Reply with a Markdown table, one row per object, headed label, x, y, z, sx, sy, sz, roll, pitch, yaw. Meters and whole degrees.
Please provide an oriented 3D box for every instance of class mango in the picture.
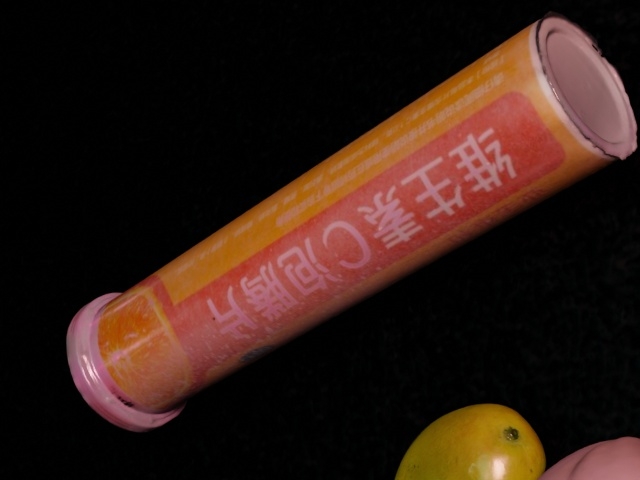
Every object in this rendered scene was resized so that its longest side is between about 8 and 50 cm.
| label | x | y | z | sx | sy | sz | roll | pitch | yaw |
| --- | --- | --- | --- | --- | --- | --- | --- | --- | --- |
| mango | 0.082 | 0.134 | 0.725 | 0.108 | 0.056 | 0.073 | -36 | 48 | 38 |

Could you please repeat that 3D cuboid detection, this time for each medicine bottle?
| label | x | y | z | sx | sy | sz | roll | pitch | yaw |
| --- | --- | --- | --- | --- | --- | --- | --- | --- | --- |
| medicine bottle | 0.000 | 0.000 | 0.822 | 0.426 | 0.108 | 0.108 | -32 | 55 | 35 |

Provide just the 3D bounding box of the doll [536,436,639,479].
| label | x | y | z | sx | sy | sz | roll | pitch | yaw |
| --- | --- | --- | --- | --- | --- | --- | --- | --- | --- |
| doll | 0.191 | 0.177 | 0.520 | 0.221 | 0.221 | 0.251 | -58 | 16 | 17 |
